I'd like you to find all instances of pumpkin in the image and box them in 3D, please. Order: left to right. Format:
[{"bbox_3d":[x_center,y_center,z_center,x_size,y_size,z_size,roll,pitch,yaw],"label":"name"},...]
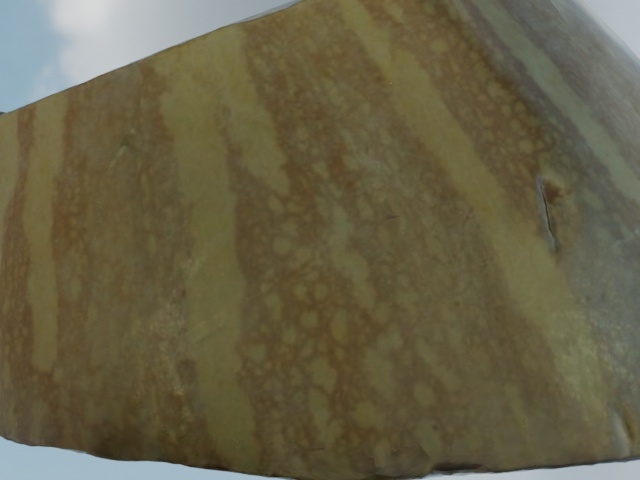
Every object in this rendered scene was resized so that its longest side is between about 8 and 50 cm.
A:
[{"bbox_3d":[0.005,-0.016,0.435,0.217,0.217,0.110,5,-71,43],"label":"pumpkin"}]
